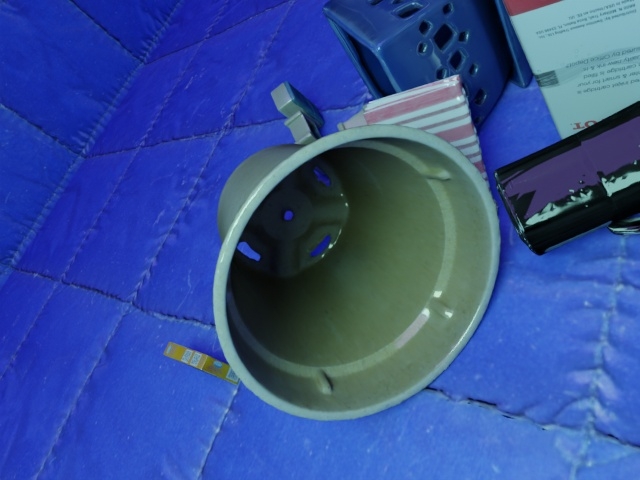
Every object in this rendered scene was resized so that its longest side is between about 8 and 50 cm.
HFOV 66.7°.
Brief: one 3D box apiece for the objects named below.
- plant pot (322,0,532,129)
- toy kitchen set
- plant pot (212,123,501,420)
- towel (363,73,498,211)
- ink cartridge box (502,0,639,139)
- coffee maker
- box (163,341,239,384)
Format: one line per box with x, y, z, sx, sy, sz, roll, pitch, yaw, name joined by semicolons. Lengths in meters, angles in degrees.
0.174;-0.305;0.756;0.212;0.236;0.236;-36;41;8;plant pot
0.029;-0.238;0.951;0.166;0.122;0.207;-32;63;20;toy kitchen set
0.000;0.000;0.644;0.334;0.334;0.305;-50;29;0;plant pot
0.153;-0.114;0.672;0.144;0.197;0.029;-6;28;39;towel
0.336;-0.247;0.527;0.197;0.273;0.114;-2;56;42;ink cartridge box
0.284;-0.072;0.516;0.178;0.171;0.120;-28;45;25;coffee maker
-0.205;0.205;0.826;0.136;0.081;0.028;6;65;44;box
